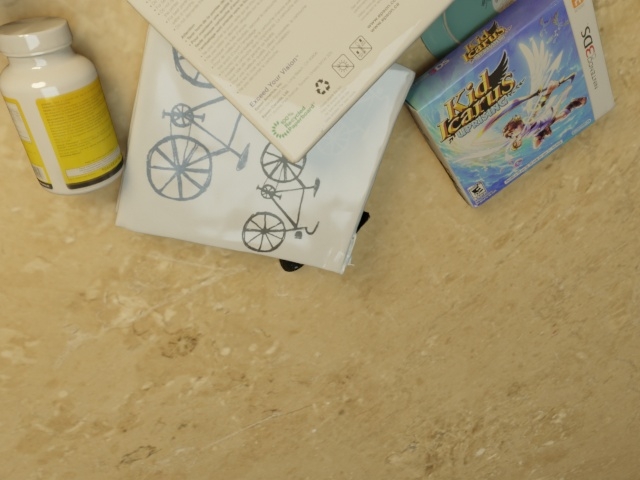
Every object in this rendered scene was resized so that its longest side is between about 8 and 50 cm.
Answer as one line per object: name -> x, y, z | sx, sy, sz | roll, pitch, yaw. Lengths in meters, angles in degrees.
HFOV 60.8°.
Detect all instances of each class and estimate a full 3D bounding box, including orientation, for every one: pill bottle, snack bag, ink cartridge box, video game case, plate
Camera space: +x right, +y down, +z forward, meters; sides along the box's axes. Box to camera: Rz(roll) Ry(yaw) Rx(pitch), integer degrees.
pill bottle -> -0.300, -0.152, 0.629 | 0.103, 0.103, 0.184 | -12, 127, -11
snack bag -> -0.073, -0.129, 0.717 | 0.342, 0.037, 0.323 | 13, 112, -14
ink cartridge box -> -0.033, -0.313, 0.589 | 0.324, 0.071, 0.330 | -44, 107, 6
video game case -> 0.283, -0.205, 0.802 | 0.269, 0.061, 0.244 | -38, 134, 9
plate -> 0.219, -0.326, 0.736 | 0.188, 0.024, 0.188 | -9, 126, -12

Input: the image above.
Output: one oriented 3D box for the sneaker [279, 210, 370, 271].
sneaker -> 0.002, 0.001, 0.849 | 0.051, 0.089, 0.170 | 30, 108, -34
